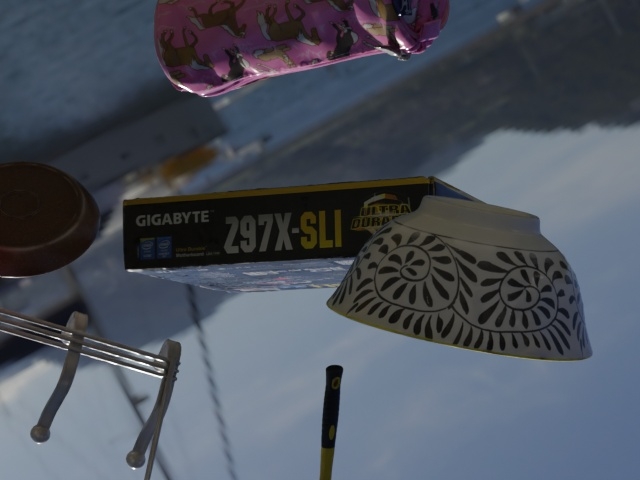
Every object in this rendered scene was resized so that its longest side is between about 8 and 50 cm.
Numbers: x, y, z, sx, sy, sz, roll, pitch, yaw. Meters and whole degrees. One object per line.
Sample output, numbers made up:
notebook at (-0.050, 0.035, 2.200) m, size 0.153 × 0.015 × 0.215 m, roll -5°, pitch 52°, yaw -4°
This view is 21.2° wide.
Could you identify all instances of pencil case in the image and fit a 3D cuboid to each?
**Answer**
pencil case at (-0.032, -0.298, 2.237) m, size 0.386 × 0.160 × 0.167 m, roll -8°, pitch -131°, yaw 28°

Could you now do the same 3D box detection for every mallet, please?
mallet at (-0.001, 0.216, 1.739) m, size 0.062 × 0.189 × 0.039 m, roll -12°, pitch -155°, yaw -20°

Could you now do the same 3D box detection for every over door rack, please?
over door rack at (-0.287, 0.226, 1.775) m, size 0.108 × 0.240 × 0.324 m, roll 133°, pitch -31°, yaw -54°

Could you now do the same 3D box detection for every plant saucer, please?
plant saucer at (-0.317, -0.030, 1.805) m, size 0.168 × 0.168 × 0.029 m, roll -31°, pitch 144°, yaw -30°

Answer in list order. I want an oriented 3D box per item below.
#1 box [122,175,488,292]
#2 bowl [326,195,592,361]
box at (0.000, 0.000, 1.715) m, size 0.322 × 0.079 × 0.257 m, roll -4°, pitch 174°, yaw 22°
bowl at (0.094, 0.017, 1.068) m, size 0.170 × 0.080 × 0.170 m, roll 11°, pitch -175°, yaw -1°
